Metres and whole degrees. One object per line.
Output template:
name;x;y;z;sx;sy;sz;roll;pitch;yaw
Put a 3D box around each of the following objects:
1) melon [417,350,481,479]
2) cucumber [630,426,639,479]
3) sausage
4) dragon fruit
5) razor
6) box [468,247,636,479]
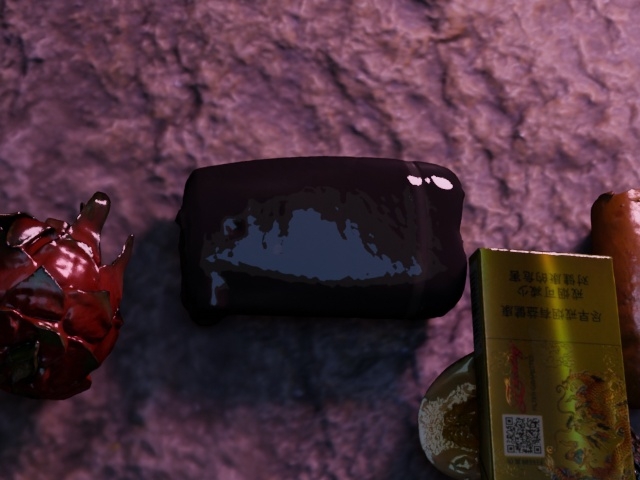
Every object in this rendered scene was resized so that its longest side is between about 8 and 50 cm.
melon;0.174;0.216;1.646;0.128;0.079;0.160;-14;74;-1
cucumber;0.313;0.202;1.674;0.067;0.067;0.293;-31;74;-19
sausage;0.383;0.070;1.723;0.109;0.109;0.270;3;69;-7
dragon fruit;-0.311;0.063;1.573;0.192;0.193;0.274;14;42;-7
razor;0.001;-0.001;1.686;0.349;0.113;0.204;-1;70;-9
box;0.262;0.162;1.613;0.173;0.043;0.311;3;68;-12
